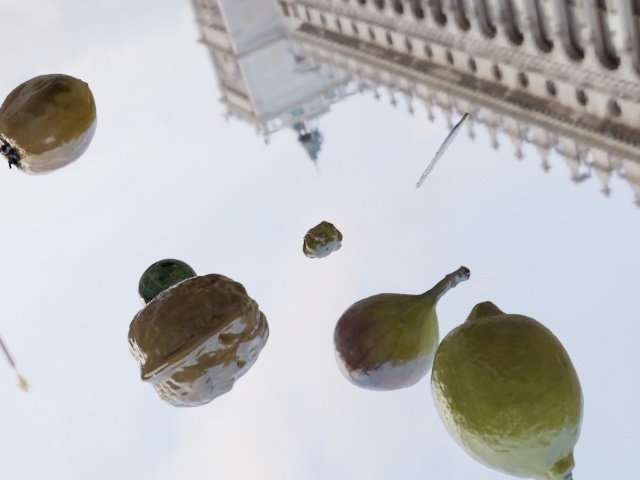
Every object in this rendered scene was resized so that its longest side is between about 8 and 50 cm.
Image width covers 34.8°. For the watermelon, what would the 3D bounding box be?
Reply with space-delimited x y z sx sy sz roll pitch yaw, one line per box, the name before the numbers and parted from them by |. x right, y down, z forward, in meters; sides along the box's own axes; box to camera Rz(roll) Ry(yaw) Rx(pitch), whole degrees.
watermelon | -0.234 0.079 1.587 0.109 0.109 0.109 -14 -151 8

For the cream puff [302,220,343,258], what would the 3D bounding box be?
cream puff | 0.000 0.000 1.984 0.083 0.083 0.058 -48 -116 11

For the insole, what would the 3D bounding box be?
insole | 0.233 -0.168 1.969 0.011 0.248 0.081 37 -117 5

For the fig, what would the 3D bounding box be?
fig | 0.132 0.136 1.478 0.230 0.143 0.160 -19 174 21

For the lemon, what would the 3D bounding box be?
lemon | 0.235 0.195 1.278 0.184 0.184 0.248 -20 -112 -4

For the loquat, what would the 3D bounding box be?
loquat | -0.532 -0.222 1.978 0.187 0.176 0.234 -9 -138 52

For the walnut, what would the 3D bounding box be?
walnut | -0.082 0.066 0.675 0.096 0.079 0.082 -35 -175 -37
